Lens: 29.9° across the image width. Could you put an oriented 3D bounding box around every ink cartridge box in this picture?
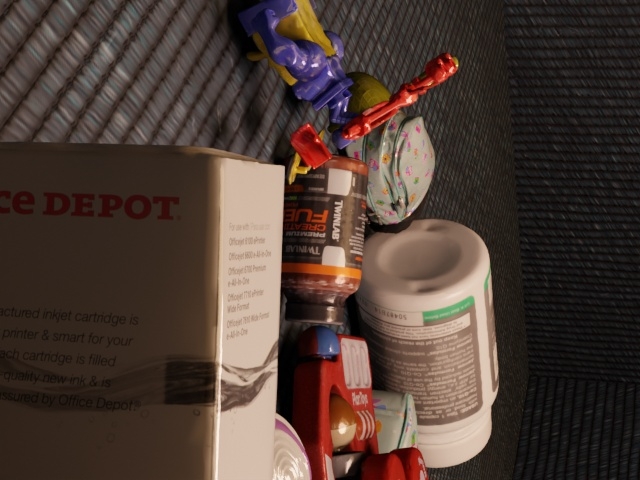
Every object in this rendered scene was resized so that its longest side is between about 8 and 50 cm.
[{"bbox_3d":[-0.148,0.096,0.742,0.129,0.223,0.307,-4,96,-74],"label":"ink cartridge box"}]

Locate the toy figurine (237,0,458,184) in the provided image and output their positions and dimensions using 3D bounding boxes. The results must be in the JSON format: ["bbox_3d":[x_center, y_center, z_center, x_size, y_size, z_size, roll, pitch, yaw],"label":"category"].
[{"bbox_3d":[0.012,-0.222,1.307,0.217,0.191,0.362,56,18,-4],"label":"toy figurine"}]

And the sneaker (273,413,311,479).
[{"bbox_3d":[-0.140,0.143,0.984,0.305,0.152,0.114,54,39,-28],"label":"sneaker"}]

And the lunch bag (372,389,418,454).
[{"bbox_3d":[0.067,0.369,1.698,0.224,0.108,0.279,82,21,-46],"label":"lunch bag"}]

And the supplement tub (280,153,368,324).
[{"bbox_3d":[0.000,0.000,1.421,0.106,0.106,0.197,22,71,-72],"label":"supplement tub"}]

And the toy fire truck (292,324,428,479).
[{"bbox_3d":[0.019,0.233,1.446,0.302,0.169,0.253,25,56,-72],"label":"toy fire truck"}]

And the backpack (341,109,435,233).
[{"bbox_3d":[0.099,-0.113,1.718,0.182,0.115,0.152,67,33,-50],"label":"backpack"}]

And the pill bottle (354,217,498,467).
[{"bbox_3d":[0.166,0.163,1.826,0.204,0.204,0.361,-67,154,-49],"label":"pill bottle"}]
